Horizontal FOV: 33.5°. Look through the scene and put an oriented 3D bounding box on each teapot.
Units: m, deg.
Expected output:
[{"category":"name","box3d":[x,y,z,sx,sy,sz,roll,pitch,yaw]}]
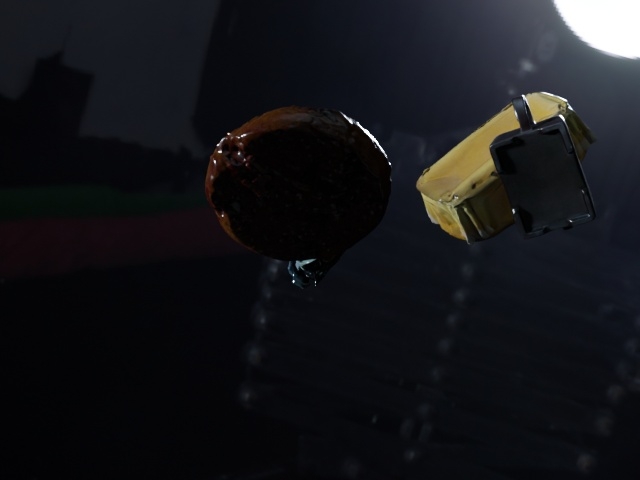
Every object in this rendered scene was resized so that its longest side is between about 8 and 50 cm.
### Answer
[{"category":"teapot","box3d":[0.250,-0.083,1.190,0.087,0.177,0.096,-17,-160,20]}]

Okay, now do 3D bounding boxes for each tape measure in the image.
[{"category":"tape measure","box3d":[0.001,-0.002,1.240,0.054,0.094,0.091,25,-139,22]}]

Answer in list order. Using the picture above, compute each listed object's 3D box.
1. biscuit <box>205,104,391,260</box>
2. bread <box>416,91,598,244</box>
[{"category":"biscuit","box3d":[-0.021,-0.054,1.050,0.192,0.192,0.049,10,-133,-13]},{"category":"bread","box3d":[0.263,-0.102,1.516,0.241,0.107,0.136,-38,-150,-6]}]
